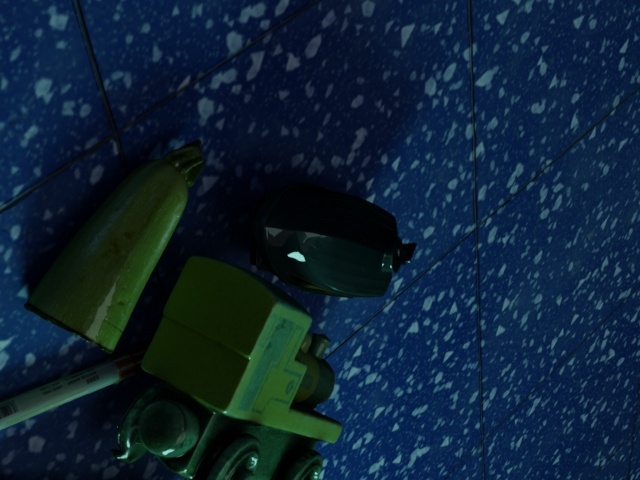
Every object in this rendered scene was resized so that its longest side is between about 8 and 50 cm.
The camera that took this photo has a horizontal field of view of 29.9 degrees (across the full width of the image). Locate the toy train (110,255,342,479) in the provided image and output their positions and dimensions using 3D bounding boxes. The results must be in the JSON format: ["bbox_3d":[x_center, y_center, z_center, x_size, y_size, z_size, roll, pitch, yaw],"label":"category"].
[{"bbox_3d":[-0.071,0.172,1.305,0.237,0.150,0.369,-64,157,-4],"label":"toy train"}]

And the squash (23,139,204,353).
[{"bbox_3d":[-0.174,-0.005,1.113,0.224,0.094,0.094,-57,147,-13],"label":"squash"}]

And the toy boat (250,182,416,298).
[{"bbox_3d":[-0.002,0.000,1.287,0.296,0.122,0.114,16,81,-66],"label":"toy boat"}]

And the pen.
[{"bbox_3d":[-0.249,0.146,1.175,0.239,0.028,0.028,-20,130,-43],"label":"pen"}]
